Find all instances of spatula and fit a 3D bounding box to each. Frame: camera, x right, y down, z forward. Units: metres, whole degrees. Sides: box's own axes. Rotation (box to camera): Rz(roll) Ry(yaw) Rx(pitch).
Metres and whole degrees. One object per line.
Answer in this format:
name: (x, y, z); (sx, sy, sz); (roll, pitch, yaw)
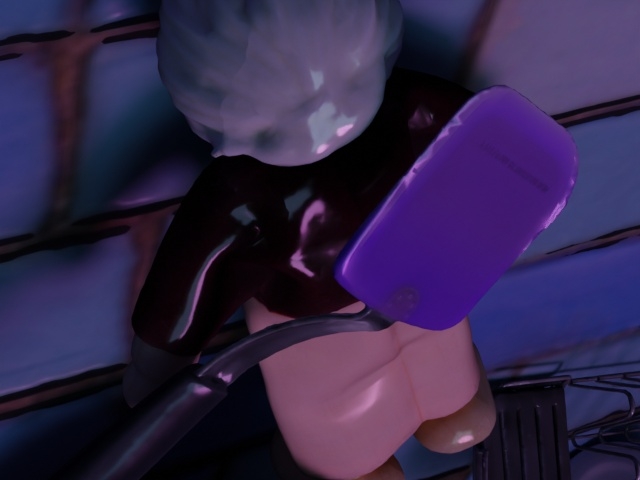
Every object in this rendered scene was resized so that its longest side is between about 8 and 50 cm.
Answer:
spatula: (-0.023, 0.048, 0.686); (0.296, 0.030, 0.084); (-36, 142, 22)

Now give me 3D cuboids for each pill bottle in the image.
pill bottle: (0.207, 0.198, 1.190); (0.086, 0.086, 0.152); (-32, 148, 1)

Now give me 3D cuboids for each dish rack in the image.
dish rack: (0.209, 0.167, 1.058); (0.271, 0.208, 0.074); (-2, 174, -35)

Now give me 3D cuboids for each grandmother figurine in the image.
grandmother figurine: (0.000, 0.000, 0.749); (0.208, 0.104, 0.342); (-42, 149, -20)
